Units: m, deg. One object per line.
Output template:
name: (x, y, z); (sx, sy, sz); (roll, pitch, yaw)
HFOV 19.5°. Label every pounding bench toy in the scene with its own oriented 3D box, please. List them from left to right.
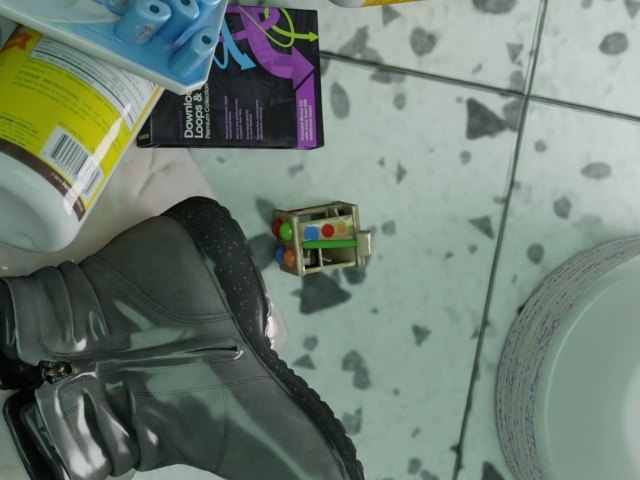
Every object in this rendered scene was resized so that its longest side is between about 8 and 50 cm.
pounding bench toy: (0.000, 0.000, 1.532); (0.065, 0.083, 0.052); (-9, 98, -18)

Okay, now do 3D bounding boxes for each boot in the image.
boot: (-0.112, 0.152, 1.392); (0.223, 0.118, 0.338); (-28, 88, -34)

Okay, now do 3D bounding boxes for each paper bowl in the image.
paper bowl: (0.307, 0.142, 1.616); (0.284, 0.148, 0.284); (-2, 97, -17)

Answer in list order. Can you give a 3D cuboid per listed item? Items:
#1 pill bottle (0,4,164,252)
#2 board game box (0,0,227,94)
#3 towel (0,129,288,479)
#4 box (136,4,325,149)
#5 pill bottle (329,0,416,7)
pill bottle: (-0.185, -0.105, 1.362); (0.117, 0.117, 0.215); (37, 61, -18)
board game box: (-0.211, -0.345, 1.348); (0.390, 0.050, 0.390); (23, 58, -18)
towel: (-0.208, 0.039, 1.427); (0.332, 0.053, 0.317); (-39, 105, -34)
box: (-0.073, -0.131, 1.496); (0.162, 0.029, 0.116); (-2, 87, -31)
pill bottle: (0.057, -0.250, 1.508); (0.208, 0.117, 0.117); (-8, 98, -17)
